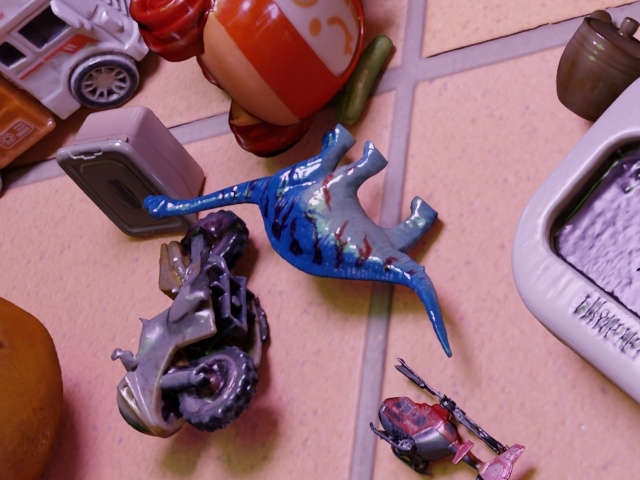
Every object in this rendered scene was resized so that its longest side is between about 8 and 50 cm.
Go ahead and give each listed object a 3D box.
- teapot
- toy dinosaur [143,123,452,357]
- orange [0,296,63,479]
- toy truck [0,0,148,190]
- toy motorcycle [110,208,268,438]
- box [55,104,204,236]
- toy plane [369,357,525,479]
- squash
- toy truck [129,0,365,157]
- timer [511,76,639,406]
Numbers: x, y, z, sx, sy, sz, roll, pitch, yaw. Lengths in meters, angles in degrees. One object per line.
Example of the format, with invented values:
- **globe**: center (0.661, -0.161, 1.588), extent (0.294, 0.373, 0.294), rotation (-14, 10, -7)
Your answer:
- **teapot**: center (0.222, -0.136, 1.167), extent (0.080, 0.085, 0.110), rotation (-61, 12, 23)
- **toy dinosaur**: center (0.009, -0.027, 1.220), extent (0.329, 0.076, 0.144), rotation (25, 70, 33)
- **orange**: center (-0.332, 0.163, 1.301), extent (0.249, 0.183, 0.249), rotation (-17, 41, 15)
- **toy truck**: center (-0.369, -0.166, 1.522), extent (0.387, 0.207, 0.173), rotation (-35, 48, 16)
- **toy motorcycle**: center (-0.112, 0.073, 1.265), extent (0.130, 0.094, 0.229), rotation (-33, 38, 24)
- **box**: center (-0.164, -0.063, 1.370), extent (0.089, 0.122, 0.062), rotation (-6, 48, 35)
- **toy plane**: center (0.086, 0.141, 1.109), extent (0.060, 0.037, 0.145), rotation (-48, 41, -10)
- **squash**: center (0.036, -0.139, 1.322), extent (0.027, 0.027, 0.089), rotation (12, 70, 41)
- **toy truck**: center (-0.035, -0.232, 1.320), extent (0.239, 0.189, 0.265), rotation (-35, 38, 9)
- **timer**: center (0.266, 0.002, 1.017), extent (0.237, 0.087, 0.262), rotation (-49, 45, 2)
